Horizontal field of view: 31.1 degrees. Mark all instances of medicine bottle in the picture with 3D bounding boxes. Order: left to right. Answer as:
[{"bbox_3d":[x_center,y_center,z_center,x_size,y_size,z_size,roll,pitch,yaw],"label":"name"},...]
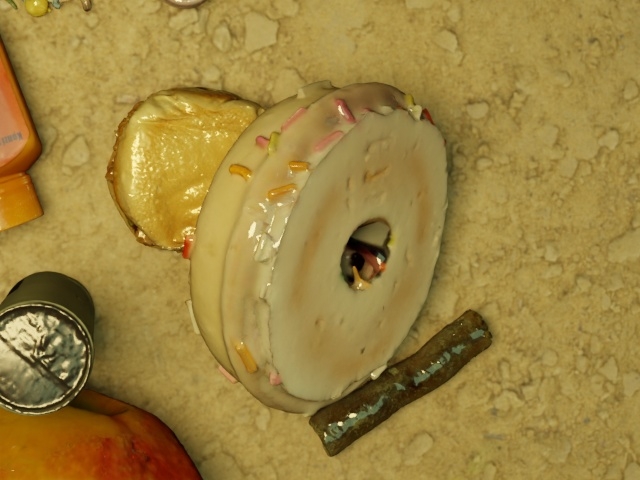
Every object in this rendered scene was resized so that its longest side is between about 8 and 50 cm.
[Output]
[{"bbox_3d":[-0.387,-0.114,1.248,0.149,0.112,0.222,-21,98,-12],"label":"medicine bottle"}]

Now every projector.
[{"bbox_3d":[-0.283,0.096,1.175,0.108,0.337,0.108,-1,93,-11],"label":"projector"}]

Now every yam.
[{"bbox_3d":[0.102,0.176,1.426,0.253,0.061,0.061,-33,101,-11],"label":"yam"}]

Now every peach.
[{"bbox_3d":[-0.282,0.340,1.215,0.372,0.290,0.373,-2,98,-13],"label":"peach"}]

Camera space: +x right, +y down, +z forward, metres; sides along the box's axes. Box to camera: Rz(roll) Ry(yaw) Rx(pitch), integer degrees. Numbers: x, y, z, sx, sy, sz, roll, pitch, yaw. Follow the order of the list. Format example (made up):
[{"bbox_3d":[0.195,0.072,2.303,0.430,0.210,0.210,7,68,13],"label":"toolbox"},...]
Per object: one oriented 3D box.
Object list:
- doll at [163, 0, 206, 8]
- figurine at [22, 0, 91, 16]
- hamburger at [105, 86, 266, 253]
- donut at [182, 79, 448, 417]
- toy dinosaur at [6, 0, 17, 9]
[{"bbox_3d":[-0.222,-0.368,1.284,0.365,0.094,0.160,20,83,-13],"label":"doll"},{"bbox_3d":[-0.303,-0.278,1.297,0.083,0.047,0.051,-10,106,-10],"label":"figurine"},{"bbox_3d":[-0.140,-0.080,1.318,0.213,0.108,0.214,-1,95,-13],"label":"hamburger"},{"bbox_3d":[0.000,0.000,1.264,0.382,0.142,0.383,-32,131,-45],"label":"donut"},{"bbox_3d":[-0.378,-0.309,1.285,0.119,0.029,0.060,42,66,-16],"label":"toy dinosaur"}]
